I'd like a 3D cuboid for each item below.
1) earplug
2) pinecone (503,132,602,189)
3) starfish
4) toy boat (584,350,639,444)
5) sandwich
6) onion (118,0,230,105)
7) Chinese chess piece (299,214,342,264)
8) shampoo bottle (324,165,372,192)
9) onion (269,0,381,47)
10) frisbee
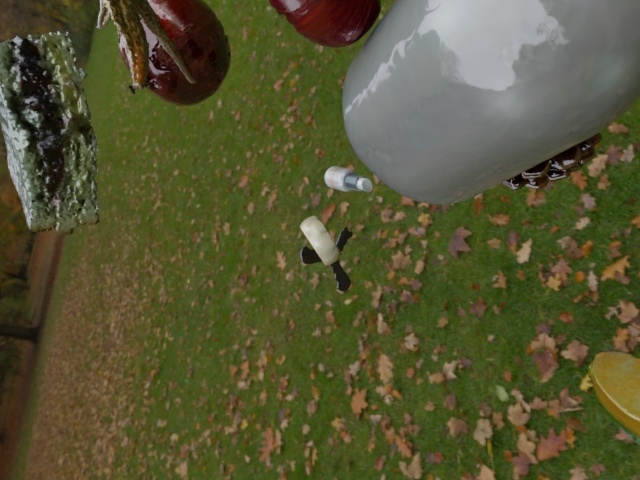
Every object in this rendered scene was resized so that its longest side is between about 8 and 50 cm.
[{"bbox_3d":[0.238,-0.244,0.680,0.394,0.312,0.313,149,128,-69],"label":"earplug"},{"bbox_3d":[0.514,-0.344,1.300,0.397,0.397,0.398,-32,52,52],"label":"pinecone"},{"bbox_3d":[-0.398,-0.444,0.940,0.132,0.384,0.398,-31,13,0],"label":"starfish"},{"bbox_3d":[0.395,0.198,0.630,0.089,0.088,0.229,-35,20,5],"label":"toy boat"},{"bbox_3d":[-0.491,-0.206,0.911,0.262,0.131,0.325,51,138,35],"label":"sandwich"},{"bbox_3d":[-0.346,-0.447,1.220,0.276,0.276,0.276,-32,52,52],"label":"onion"},{"bbox_3d":[0.000,0.000,1.210,0.051,0.122,0.122,-33,38,0],"label":"Chinese chess piece"},{"bbox_3d":[0.087,-0.188,1.617,0.192,0.074,0.074,24,99,55],"label":"shampoo bottle"},{"bbox_3d":[0.009,-0.407,0.767,0.161,0.248,0.248,-5,71,23],"label":"onion"},{"bbox_3d":[0.044,0.038,1.621,0.012,0.211,0.187,2,62,61],"label":"frisbee"}]
